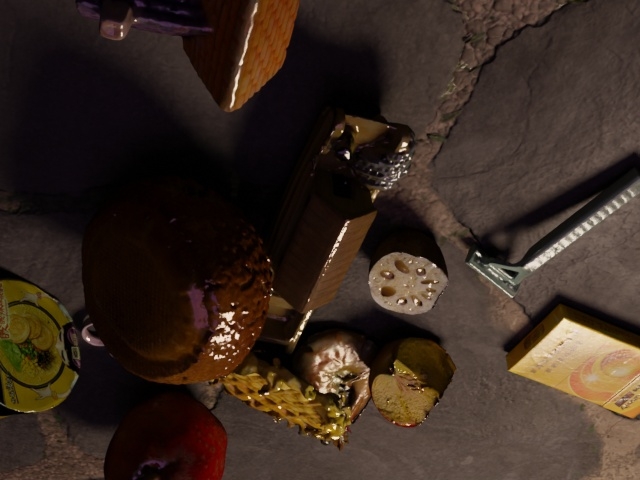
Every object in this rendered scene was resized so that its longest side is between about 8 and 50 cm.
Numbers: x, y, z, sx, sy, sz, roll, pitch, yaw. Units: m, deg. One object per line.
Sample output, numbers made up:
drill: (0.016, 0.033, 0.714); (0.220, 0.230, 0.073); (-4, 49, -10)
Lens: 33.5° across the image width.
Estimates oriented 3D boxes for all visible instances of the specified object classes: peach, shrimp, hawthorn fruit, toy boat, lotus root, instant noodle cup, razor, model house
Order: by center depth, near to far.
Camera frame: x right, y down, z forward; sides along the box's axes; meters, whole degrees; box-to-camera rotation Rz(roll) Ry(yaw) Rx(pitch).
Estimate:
model house: (-0.125, -0.294, 1.116); (0.236, 0.238, 0.202); (13, 135, -14)
toy boat: (0.000, 0.000, 1.463); (0.135, 0.162, 0.446); (11, 134, -17)
razor: (0.350, -0.011, 1.533); (0.111, 0.056, 0.277); (36, 124, -29)
lotus root: (0.125, 0.042, 1.565); (0.112, 0.081, 0.122); (17, 132, -15)
instant noodle cup: (-0.521, 0.192, 1.633); (0.236, 0.216, 0.215); (-26, 130, 34)
peach: (0.144, 0.220, 1.716); (0.151, 0.118, 0.151); (-1, 95, -8)
hawthorn fruit: (-0.261, 0.362, 1.752); (0.215, 0.249, 0.215); (1, 95, 10)
shrimp: (0.032, 0.258, 1.792); (0.153, 0.062, 0.294); (-6, 133, -4)

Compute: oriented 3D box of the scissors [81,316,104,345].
scissors: (-0.264, 0.121, 1.667); (0.242, 0.031, 0.118); (-31, 129, 29)

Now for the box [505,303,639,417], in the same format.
box: (0.459, 0.202, 1.754); (0.269, 0.043, 0.152); (22, 131, -21)

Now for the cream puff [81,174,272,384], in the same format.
cream puff: (-0.188, 0.050, 1.458); (0.303, 0.212, 0.303); (16, 118, 33)

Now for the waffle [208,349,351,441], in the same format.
waffle: (-0.077, 0.243, 1.682); (0.262, 0.060, 0.280); (17, 159, 18)
